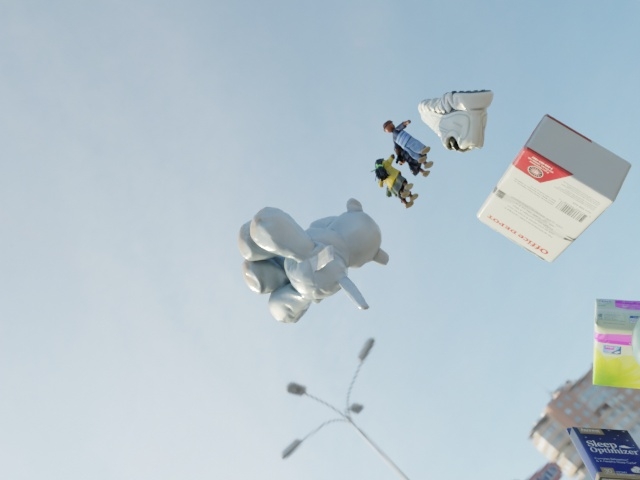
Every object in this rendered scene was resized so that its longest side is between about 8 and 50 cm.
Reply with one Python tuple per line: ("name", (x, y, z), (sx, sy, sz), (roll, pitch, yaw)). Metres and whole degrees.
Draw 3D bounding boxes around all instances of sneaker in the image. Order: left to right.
("sneaker", (0.268, -0.238, 1.458), (0.110, 0.292, 0.118), (-5, -83, -3))

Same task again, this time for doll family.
("doll family", (0.157, -0.157, 1.423), (0.076, 0.111, 0.193), (-10, -42, -41))

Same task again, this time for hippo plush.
("hippo plush", (0.000, 0.000, 1.380), (0.236, 0.294, 0.234), (-39, -78, -39))

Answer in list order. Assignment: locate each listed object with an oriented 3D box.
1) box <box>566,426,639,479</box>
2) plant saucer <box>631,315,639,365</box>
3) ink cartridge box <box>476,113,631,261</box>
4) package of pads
("box", (0.666, 0.488, 1.645), (0.136, 0.225, 0.036), (4, -72, -1))
("plant saucer", (0.764, 0.205, 1.563), (0.037, 0.195, 0.195), (28, -78, -31))
("ink cartridge box", (0.472, -0.099, 1.481), (0.114, 0.197, 0.273), (-53, -9, -29))
("package of pads", (0.814, 0.267, 1.810), (0.296, 0.229, 0.101), (69, -150, -46))
